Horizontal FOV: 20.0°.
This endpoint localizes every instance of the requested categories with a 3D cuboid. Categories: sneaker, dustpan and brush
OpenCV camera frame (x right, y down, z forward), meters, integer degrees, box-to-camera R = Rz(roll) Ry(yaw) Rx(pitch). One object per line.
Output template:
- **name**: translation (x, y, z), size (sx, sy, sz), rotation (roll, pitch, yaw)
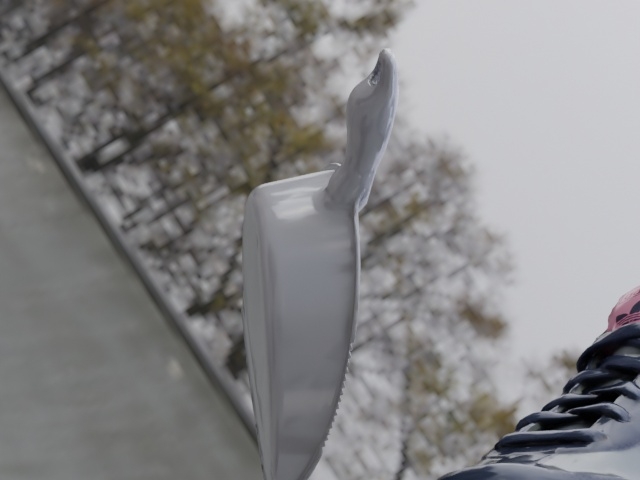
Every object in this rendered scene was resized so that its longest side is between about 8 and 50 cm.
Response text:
- **sneaker**: translation (0.133, 0.082, 0.817), size (0.319, 0.112, 0.131), rotation (4, 84, -60)
- **dustpan and brush**: translation (0.000, 0.000, 0.829), size (0.147, 0.060, 0.211), rotation (-101, -169, -47)
